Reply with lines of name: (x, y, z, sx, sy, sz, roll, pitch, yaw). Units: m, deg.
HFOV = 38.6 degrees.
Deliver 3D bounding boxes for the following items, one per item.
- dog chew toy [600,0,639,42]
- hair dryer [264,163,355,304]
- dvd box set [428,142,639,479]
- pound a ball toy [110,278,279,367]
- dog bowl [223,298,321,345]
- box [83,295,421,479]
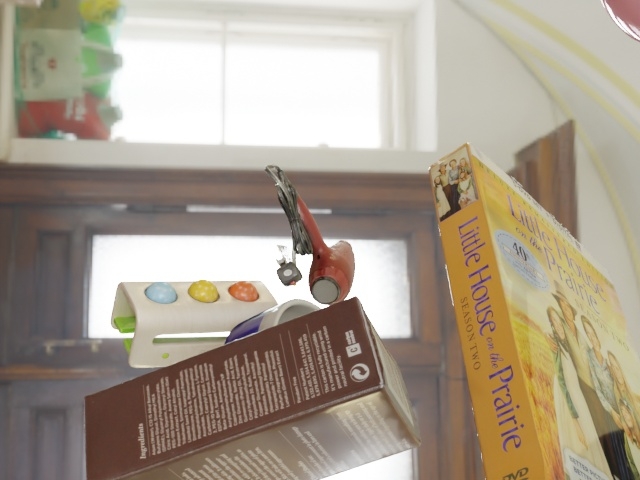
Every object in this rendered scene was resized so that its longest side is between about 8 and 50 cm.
dog chew toy: (0.446, -0.256, 0.939, 0.207, 0.331, 0.207, -52, -157, 32)
hair dryer: (0.000, 0.000, 1.560, 0.293, 0.080, 0.224, 39, 43, -63)
dvd box set: (0.245, 0.132, 0.907, 0.062, 0.307, 0.420, -33, -142, 28)
pound a ball toy: (-0.179, 0.151, 1.600, 0.208, 0.319, 0.136, 49, -50, 48)
dog bowl: (-0.037, 0.232, 1.437, 0.265, 0.104, 0.265, 42, 35, -39)
box: (-0.085, 0.229, 1.158, 0.191, 0.381, 0.143, 60, 11, -51)
